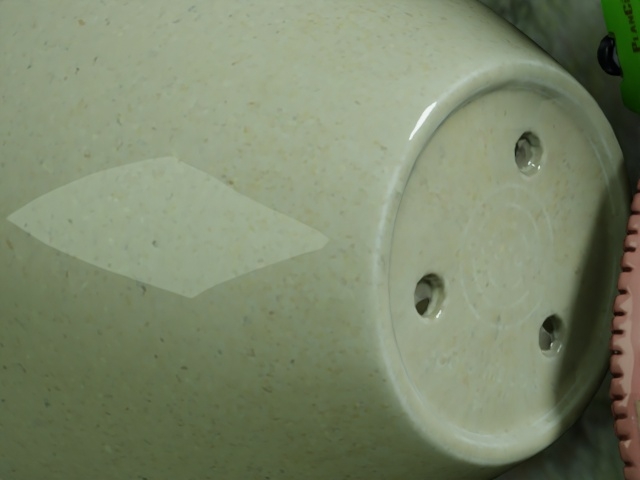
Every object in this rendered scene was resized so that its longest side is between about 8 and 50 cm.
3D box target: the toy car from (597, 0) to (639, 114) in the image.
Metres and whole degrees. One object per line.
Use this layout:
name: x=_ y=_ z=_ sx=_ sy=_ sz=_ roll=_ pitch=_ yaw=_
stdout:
toy car: x=0.147 y=-0.170 z=0.768 sx=0.239 sy=0.053 sz=0.224 roll=4 pitch=110 yaw=64

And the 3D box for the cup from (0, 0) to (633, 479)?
cup: x=0.000 y=0.000 z=0.755 sx=0.237 sy=0.331 sz=0.331 roll=6 pitch=91 yaw=45

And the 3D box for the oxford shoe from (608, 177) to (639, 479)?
oxford shoe: x=0.196 y=0.105 z=0.694 sx=0.130 sy=0.123 sz=0.348 roll=-5 pitch=84 yaw=26
